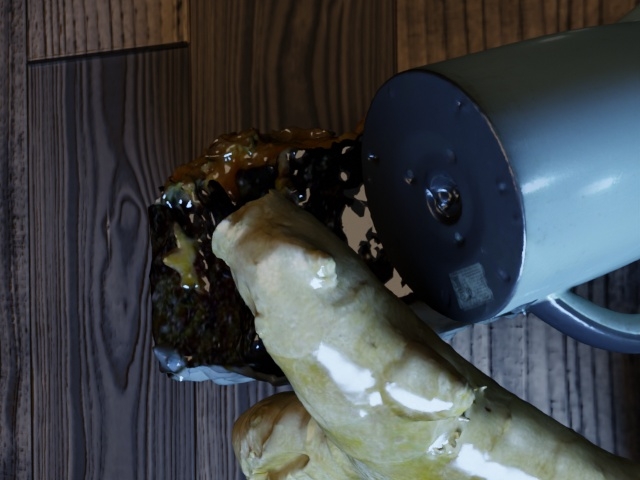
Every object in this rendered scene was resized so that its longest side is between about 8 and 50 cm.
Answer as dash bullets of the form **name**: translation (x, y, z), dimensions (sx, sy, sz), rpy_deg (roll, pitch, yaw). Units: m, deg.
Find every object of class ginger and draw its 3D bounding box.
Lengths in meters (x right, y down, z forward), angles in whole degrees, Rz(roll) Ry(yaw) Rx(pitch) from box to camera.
- **ginger**: translation (0.089, 0.127, 1.042), dimensions (0.363, 0.348, 0.122), rpy_deg (22, 72, 18)

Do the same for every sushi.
- **sushi**: translation (0.000, 0.000, 1.255), dimensions (0.348, 0.234, 0.207), rpy_deg (-15, 80, 38)

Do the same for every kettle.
- **kettle**: translation (0.176, -0.031, 1.074), dimensions (0.161, 0.236, 0.221), rpy_deg (-28, 82, 59)
